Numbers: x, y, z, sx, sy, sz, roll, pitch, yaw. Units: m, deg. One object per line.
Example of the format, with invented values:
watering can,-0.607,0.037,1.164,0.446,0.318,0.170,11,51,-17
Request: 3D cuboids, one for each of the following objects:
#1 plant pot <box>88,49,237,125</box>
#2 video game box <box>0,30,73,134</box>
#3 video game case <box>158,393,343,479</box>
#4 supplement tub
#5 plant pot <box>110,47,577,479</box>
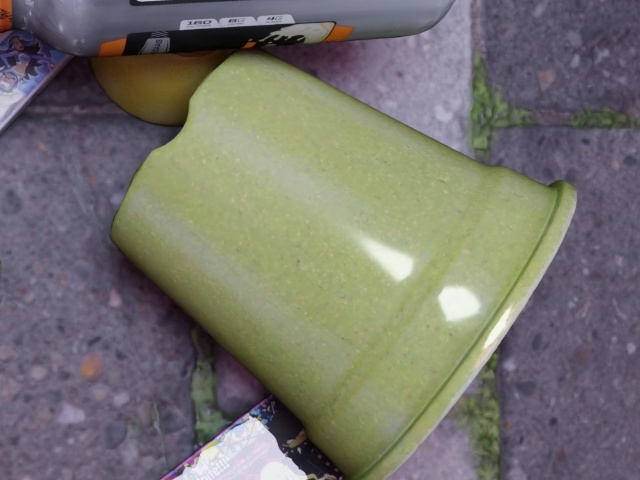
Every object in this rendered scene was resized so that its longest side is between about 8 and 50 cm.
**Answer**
plant pot,-0.109,-0.161,0.835,0.134,0.095,0.134,1,87,-16
video game box,-0.312,-0.152,0.803,0.205,0.048,0.187,42,79,-10
video game case,-0.053,0.261,0.838,0.232,0.042,0.210,-37,87,-15
supplement tub,-0.076,-0.220,0.699,0.316,0.193,0.193,-6,88,-16
plant pot,0.000,0.000,0.790,0.254,0.276,0.276,36,78,1
